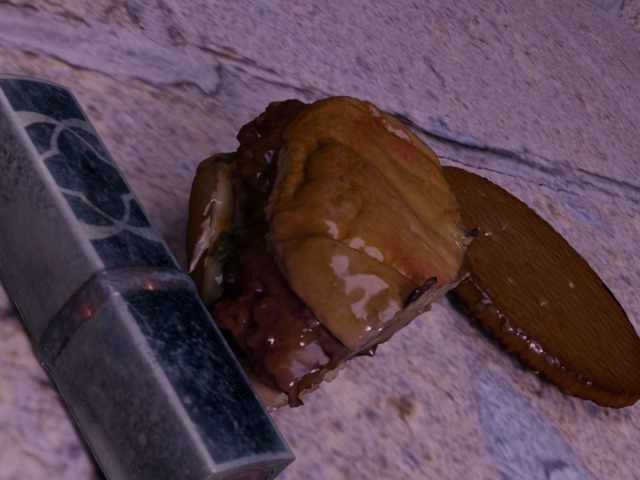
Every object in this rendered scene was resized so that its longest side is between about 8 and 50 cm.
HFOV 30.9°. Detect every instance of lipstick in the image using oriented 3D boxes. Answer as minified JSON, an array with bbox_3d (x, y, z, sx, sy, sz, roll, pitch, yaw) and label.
[{"bbox_3d":[-0.125,0.027,0.654,0.077,0.076,0.290,1,47,-51],"label":"lipstick"}]

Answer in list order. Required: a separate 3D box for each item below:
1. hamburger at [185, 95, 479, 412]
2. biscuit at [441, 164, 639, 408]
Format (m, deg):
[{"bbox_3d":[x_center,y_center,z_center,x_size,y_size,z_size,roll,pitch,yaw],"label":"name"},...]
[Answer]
[{"bbox_3d":[0.000,0.000,0.773,0.282,0.155,0.245,4,46,-56],"label":"hamburger"},{"bbox_3d":[0.201,0.043,1.125,0.305,0.038,0.305,34,26,-19],"label":"biscuit"}]
